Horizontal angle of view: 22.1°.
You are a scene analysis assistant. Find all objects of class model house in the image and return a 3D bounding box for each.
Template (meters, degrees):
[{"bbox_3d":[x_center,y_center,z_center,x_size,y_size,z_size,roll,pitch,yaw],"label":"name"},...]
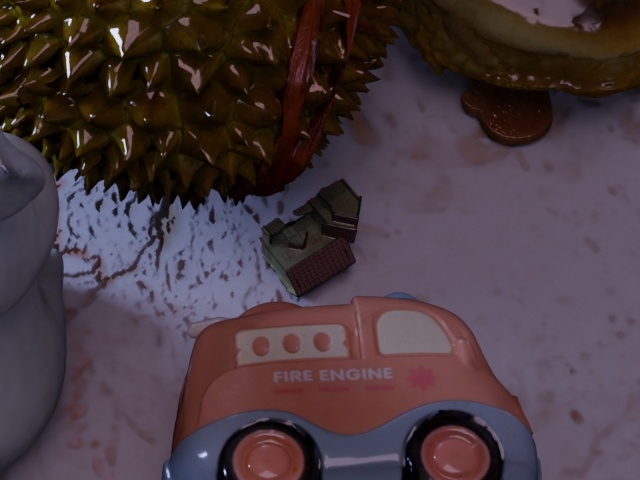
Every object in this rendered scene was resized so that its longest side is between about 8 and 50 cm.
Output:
[{"bbox_3d":[0.000,0.000,1.321,0.083,0.057,0.058,-30,66,-20],"label":"model house"}]

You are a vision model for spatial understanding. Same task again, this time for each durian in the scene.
[{"bbox_3d":[-0.115,-0.189,1.252,0.384,0.348,0.348,-21,68,-9],"label":"durian"}]

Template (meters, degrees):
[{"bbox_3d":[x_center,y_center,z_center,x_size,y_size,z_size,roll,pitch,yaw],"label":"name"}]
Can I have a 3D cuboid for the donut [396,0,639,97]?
[{"bbox_3d":[0.205,-0.257,1.415,0.330,0.160,0.330,1,55,-2],"label":"donut"}]

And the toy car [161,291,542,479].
[{"bbox_3d":[0.019,0.137,1.197,0.270,0.180,0.212,-1,55,-5],"label":"toy car"}]

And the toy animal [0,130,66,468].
[{"bbox_3d":[-0.271,0.030,1.116,0.196,0.368,0.241,-7,54,-9],"label":"toy animal"}]

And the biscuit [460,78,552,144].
[{"bbox_3d":[0.160,-0.123,1.419,0.078,0.015,0.091,-7,65,-7],"label":"biscuit"}]
